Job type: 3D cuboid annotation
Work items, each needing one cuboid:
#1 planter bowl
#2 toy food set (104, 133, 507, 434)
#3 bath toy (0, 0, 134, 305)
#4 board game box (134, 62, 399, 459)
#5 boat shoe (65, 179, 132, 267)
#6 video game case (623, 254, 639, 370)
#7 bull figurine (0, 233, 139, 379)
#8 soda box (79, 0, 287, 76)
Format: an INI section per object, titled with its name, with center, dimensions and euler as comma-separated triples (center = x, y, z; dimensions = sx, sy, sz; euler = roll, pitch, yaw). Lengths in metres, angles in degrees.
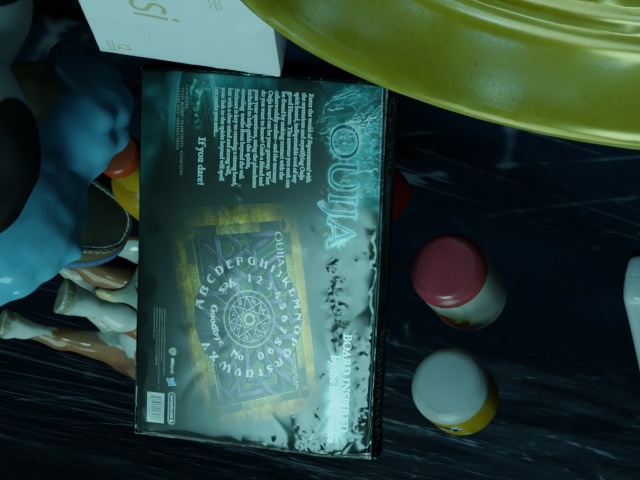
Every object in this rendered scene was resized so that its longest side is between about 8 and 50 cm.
[planter bowl]
center = 0.084, -0.101, 0.504
dimensions = 0.217, 0.090, 0.217
euler = 13, 168, 3
[toy food set]
center = 0.000, 0.000, 0.877
dimensions = 0.232, 0.111, 0.104
euler = 38, 177, 25
[bath toy]
center = -0.165, -0.095, 0.636
dimensions = 0.129, 0.151, 0.348
euler = -30, 159, -2
[board game box]
center = -0.028, 0.010, 0.836
dimensions = 0.126, 0.186, 0.026
euler = 6, -168, 15
[boat shoe]
center = -0.183, -0.030, 1.002
dimensions = 0.183, 0.066, 0.066
euler = 19, 161, -33
[video game case]
center = 0.362, 0.083, 1.142
dimensions = 0.299, 0.036, 0.329
euler = 6, 165, 15
[bull figurine]
center = -0.097, 0.044, 1.165
dimensions = 0.188, 0.101, 0.310
euler = 19, 161, -19
[soda box]
center = -0.048, -0.125, 0.551
dimensions = 0.073, 0.069, 0.216
euler = 8, 165, 4
